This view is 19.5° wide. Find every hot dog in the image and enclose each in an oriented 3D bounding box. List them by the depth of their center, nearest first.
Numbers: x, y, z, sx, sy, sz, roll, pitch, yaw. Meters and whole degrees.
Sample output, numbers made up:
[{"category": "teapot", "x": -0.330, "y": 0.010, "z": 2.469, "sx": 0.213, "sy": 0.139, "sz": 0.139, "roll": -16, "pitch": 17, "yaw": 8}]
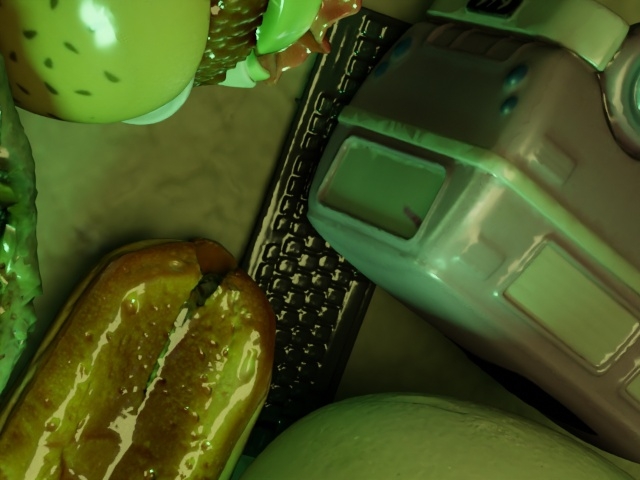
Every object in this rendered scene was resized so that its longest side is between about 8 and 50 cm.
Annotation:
[{"category": "hot dog", "x": -0.101, "y": 0.111, "z": 0.772, "sx": 0.100, "sy": 0.068, "sz": 0.249, "roll": 31, "pitch": 90, "yaw": -12}]

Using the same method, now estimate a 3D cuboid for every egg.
[{"category": "egg", "x": 0.018, "y": 0.184, "z": 0.773, "sx": 0.264, "sy": 0.174, "sz": 0.286, "roll": -17, "pitch": 140, "yaw": -58}]

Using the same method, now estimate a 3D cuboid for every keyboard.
[{"category": "keyboard", "x": 0.000, "y": 0.000, "z": 0.808, "sx": 0.067, "sy": 0.011, "sz": 0.202, "roll": 17, "pitch": 98, "yaw": -23}]

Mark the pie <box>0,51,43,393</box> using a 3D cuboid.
[{"category": "pie", "x": -0.236, "y": -0.016, "z": 0.645, "sx": 0.302, "sy": 0.067, "sz": 0.302, "roll": 1, "pitch": 121, "yaw": 2}]

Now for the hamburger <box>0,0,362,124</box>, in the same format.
[{"category": "hamburger", "x": -0.073, "y": -0.116, "z": 0.659, "sx": 0.137, "sy": 0.175, "sz": 0.175, "roll": -40, "pitch": 116, "yaw": -36}]

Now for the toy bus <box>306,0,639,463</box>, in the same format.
[{"category": "toy bus", "x": 0.112, "y": -0.003, "z": 0.773, "sx": 0.202, "sy": 0.142, "sz": 0.142, "roll": 37, "pitch": 82, "yaw": -28}]
